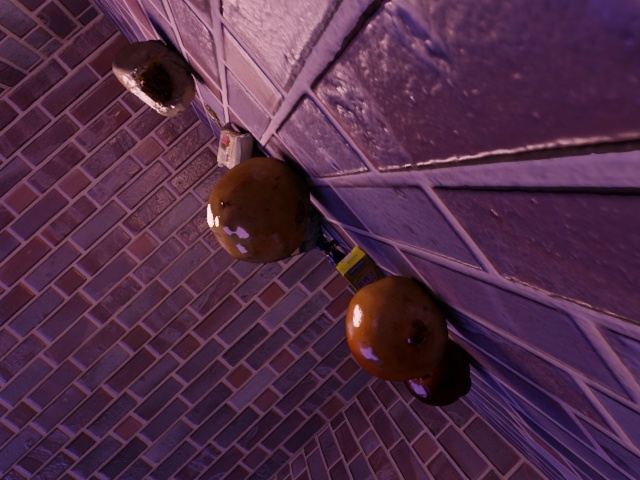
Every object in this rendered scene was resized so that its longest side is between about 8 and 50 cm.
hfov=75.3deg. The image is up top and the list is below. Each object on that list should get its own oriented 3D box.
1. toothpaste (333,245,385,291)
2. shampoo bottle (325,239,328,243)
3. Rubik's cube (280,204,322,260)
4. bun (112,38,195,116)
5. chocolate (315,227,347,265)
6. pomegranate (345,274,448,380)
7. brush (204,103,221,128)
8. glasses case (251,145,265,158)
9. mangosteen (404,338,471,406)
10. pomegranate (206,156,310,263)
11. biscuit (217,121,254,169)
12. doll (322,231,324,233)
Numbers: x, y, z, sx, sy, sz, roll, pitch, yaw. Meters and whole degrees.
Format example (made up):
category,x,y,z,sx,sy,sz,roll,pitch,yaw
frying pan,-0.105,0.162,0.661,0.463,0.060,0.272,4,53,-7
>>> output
category,x,y,z,sx,sy,sz,roll,pitch,yaw
toothpaste,0.187,0.169,1.478,0.327,0.110,0.077,49,177,-31
shampoo bottle,0.000,0.000,2.282,0.221,0.051,0.108,50,173,-29
Rubik's cube,-0.153,-0.065,1.680,0.319,0.319,0.264,46,150,12
bun,-0.563,-0.578,1.451,0.281,0.205,0.281,33,169,8
chocolate,0.041,0.047,1.889,0.148,0.126,0.343,-25,119,42
pomegranate,0.189,0.217,1.030,0.264,0.264,0.264,47,176,4
brush,-0.541,-0.619,2.128,0.085,0.020,0.336,47,176,-3
glasses case,-0.221,-0.271,1.751,0.131,0.074,0.323,43,175,32
mangosteen,0.376,0.411,1.306,0.257,0.215,0.215,25,-168,-40
pomegranate,-0.189,-0.093,1.274,0.332,0.332,0.332,47,176,4
biscuit,-0.331,-0.343,1.588,0.079,0.186,0.309,6,-161,-31
doll,-0.124,-0.088,1.967,0.166,0.162,0.270,-1,132,48
